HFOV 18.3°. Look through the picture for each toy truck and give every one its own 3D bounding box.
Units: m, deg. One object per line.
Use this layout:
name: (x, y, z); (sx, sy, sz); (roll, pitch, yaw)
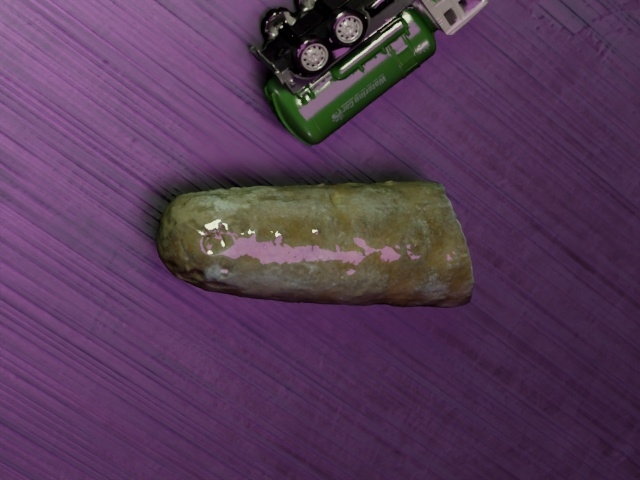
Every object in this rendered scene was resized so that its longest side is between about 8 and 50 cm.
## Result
toy truck: (0.047, -0.202, 1.907); (0.242, 0.101, 0.125); (-39, 123, -2)

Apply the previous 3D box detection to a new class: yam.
yam: (0.000, 0.000, 1.948); (0.330, 0.133, 0.133); (2, 107, -19)
